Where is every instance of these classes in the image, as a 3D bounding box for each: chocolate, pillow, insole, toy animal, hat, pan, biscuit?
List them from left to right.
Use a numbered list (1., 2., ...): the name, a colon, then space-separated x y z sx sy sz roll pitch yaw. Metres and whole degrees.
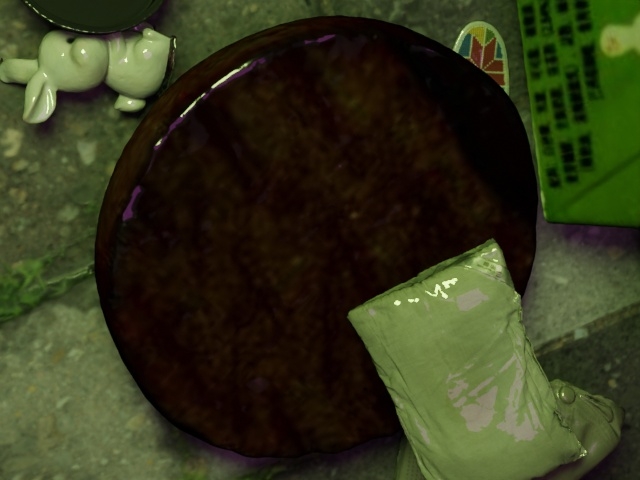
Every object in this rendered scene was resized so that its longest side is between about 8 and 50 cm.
1. toy animal: -0.187 -0.146 1.176 0.124 0.071 0.085 0 129 -29
2. pan: -0.148 -0.251 1.164 0.235 0.028 0.136 -40 88 -21
3. biscuit: 0.000 0.000 1.266 0.407 0.091 0.407 -10 115 -22
4. pillow: 0.131 0.127 1.276 0.148 0.050 0.230 -22 106 5
5. insole: 0.140 -0.105 1.338 0.065 0.006 0.193 0 106 -19
6. hat: 0.190 0.242 1.397 0.214 0.149 0.245 2 95 -19
7. chocolate: 0.316 -0.166 1.210 0.137 0.289 0.301 -16 101 -41
